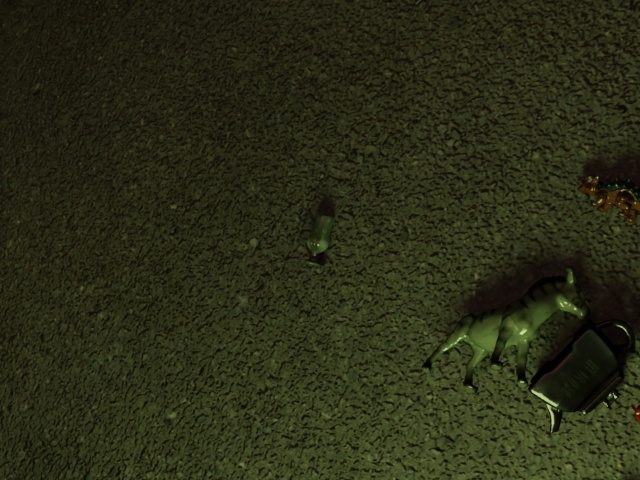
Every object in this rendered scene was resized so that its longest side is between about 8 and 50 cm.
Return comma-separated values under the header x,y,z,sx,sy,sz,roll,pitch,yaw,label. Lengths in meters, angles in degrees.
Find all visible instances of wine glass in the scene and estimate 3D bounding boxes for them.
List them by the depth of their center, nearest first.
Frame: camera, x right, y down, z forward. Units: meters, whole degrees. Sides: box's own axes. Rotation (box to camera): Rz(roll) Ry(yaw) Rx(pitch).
x,y,z,sx,sy,sz,roll,pitch,yaw,label
0.000,0.000,1.605,0.042,0.039,0.083,12,81,34,wine glass

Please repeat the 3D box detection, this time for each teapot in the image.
x,y,z,sx,sy,sz,roll,pitch,yaw,label
0.355,0.182,1.335,0.096,0.087,0.177,42,102,9,teapot

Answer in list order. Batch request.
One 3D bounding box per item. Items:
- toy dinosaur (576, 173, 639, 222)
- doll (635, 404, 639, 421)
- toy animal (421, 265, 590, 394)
x,y,z,sx,sy,sz,roll,pitch,yaw,label
0.418,-0.056,1.370,0.154,0.049,0.055,22,87,37,toy dinosaur
0.547,0.320,1.188,0.383,0.099,0.189,11,85,35,doll
0.258,0.123,1.397,0.216,0.073,0.176,-14,37,45,toy animal
